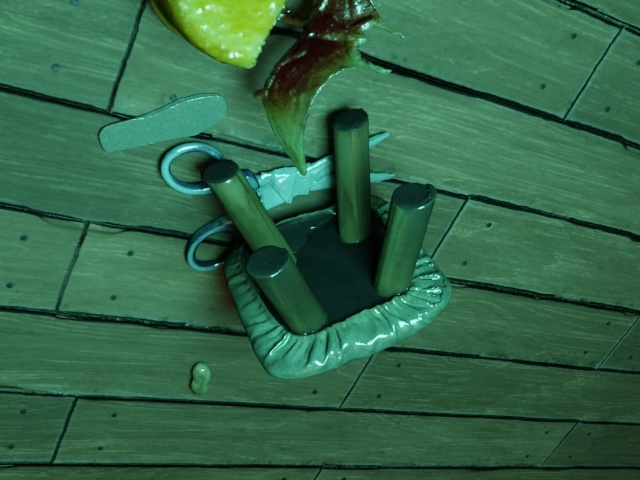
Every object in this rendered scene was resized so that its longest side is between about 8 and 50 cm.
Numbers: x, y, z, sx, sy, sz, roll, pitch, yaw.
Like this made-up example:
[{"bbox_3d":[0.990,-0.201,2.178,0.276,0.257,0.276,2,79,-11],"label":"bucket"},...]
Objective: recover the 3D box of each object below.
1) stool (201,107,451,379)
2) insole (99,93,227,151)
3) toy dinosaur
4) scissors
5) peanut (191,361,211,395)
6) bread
[{"bbox_3d":[0.000,0.000,1.152,0.310,0.310,0.226,-24,132,-8],"label":"stool"},{"bbox_3d":[-0.228,-0.171,1.144,0.192,0.010,0.063,-17,131,-9],"label":"insole"},{"bbox_3d":[0.017,-0.261,1.053,0.206,0.327,0.113,-5,172,17],"label":"toy dinosaur"},{"bbox_3d":[-0.055,-0.087,1.278,0.383,0.029,0.256,-16,132,-12],"label":"scissors"},{"bbox_3d":[-0.229,0.266,1.485,0.037,0.037,0.083,-1,131,-23],"label":"peanut"},{"bbox_3d":[-0.118,-0.370,0.902,0.179,0.194,0.340,8,127,-39],"label":"bread"}]
